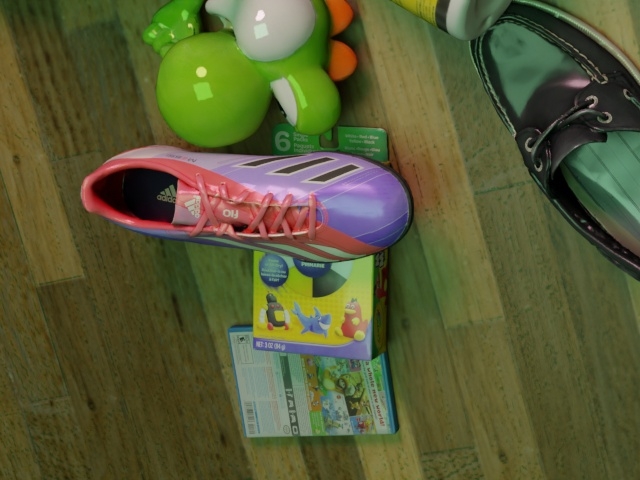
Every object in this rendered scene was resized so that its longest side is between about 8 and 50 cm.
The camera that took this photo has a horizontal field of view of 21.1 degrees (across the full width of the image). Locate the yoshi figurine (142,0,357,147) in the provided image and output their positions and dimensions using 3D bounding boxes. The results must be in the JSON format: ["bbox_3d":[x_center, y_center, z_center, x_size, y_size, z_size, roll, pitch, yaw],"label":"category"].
[{"bbox_3d":[-0.121,-0.237,1.595,0.203,0.203,0.362,-26,96,33],"label":"yoshi figurine"}]

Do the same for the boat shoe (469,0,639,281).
[{"bbox_3d":[0.246,-0.075,1.534,0.127,0.113,0.340,-36,90,26],"label":"boat shoe"}]

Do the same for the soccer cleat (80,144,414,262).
[{"bbox_3d":[-0.071,-0.033,1.605,0.318,0.116,0.109,7,101,24],"label":"soccer cleat"}]

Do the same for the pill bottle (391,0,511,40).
[{"bbox_3d":[0.073,-0.275,1.523,0.208,0.119,0.119,33,113,20],"label":"pill bottle"}]

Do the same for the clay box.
[{"bbox_3d":[0.000,0.000,1.674,0.127,0.053,0.222,4,101,20],"label":"clay box"}]

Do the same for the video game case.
[{"bbox_3d":[-0.008,0.141,1.742,0.166,0.015,0.119,-4,102,22],"label":"video game case"}]
